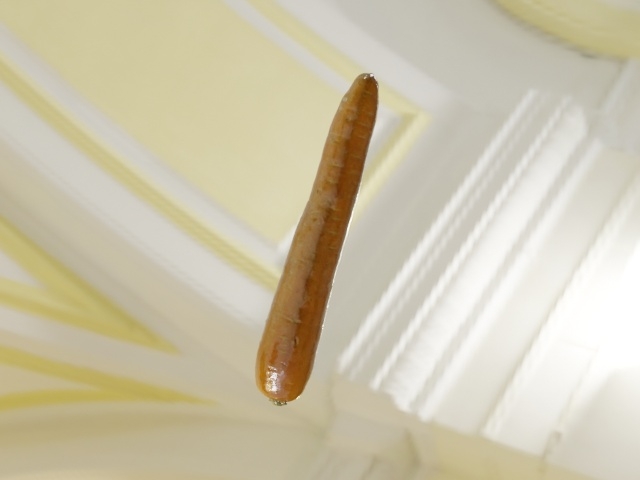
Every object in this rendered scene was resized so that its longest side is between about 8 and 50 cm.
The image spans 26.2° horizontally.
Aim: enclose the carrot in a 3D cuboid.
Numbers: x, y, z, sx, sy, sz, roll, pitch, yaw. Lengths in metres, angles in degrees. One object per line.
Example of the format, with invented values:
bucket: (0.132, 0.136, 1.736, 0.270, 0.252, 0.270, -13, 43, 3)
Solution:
carrot: (0.000, 0.000, 0.979, 0.043, 0.043, 0.248, 9, -81, -60)
